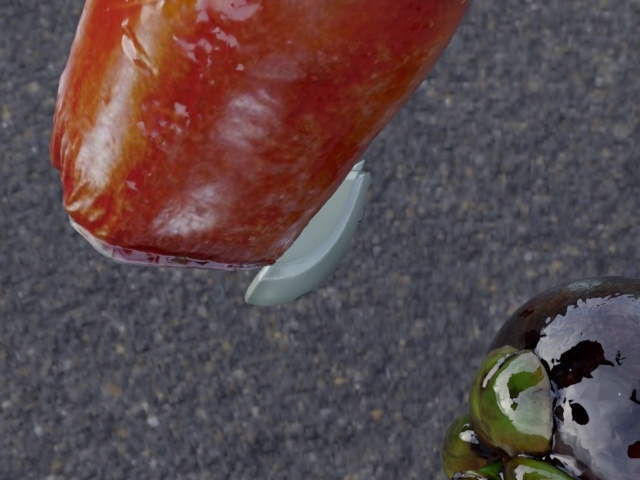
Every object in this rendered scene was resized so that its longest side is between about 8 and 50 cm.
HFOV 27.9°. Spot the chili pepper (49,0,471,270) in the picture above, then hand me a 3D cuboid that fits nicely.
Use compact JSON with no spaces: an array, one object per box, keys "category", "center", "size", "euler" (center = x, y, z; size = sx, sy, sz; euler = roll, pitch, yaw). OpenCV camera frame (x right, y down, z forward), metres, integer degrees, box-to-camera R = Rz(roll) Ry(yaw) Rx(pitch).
[{"category":"chili pepper","center":[-0.053,-0.142,0.974],"size":[0.251,0.305,0.229],"euler":[5,41,-37]}]

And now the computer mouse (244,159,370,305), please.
[{"category":"computer mouse","center":[0.000,0.000,1.233],"size":[0.056,0.089,0.181],"euler":[38,76,-2]}]

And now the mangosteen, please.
[{"category":"mangosteen","center":[0.266,0.180,1.184],"size":[0.300,0.300,0.300],"euler":[-3,50,4]}]
